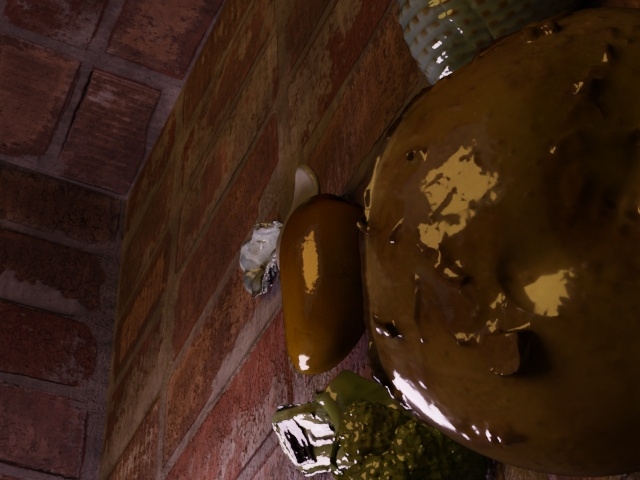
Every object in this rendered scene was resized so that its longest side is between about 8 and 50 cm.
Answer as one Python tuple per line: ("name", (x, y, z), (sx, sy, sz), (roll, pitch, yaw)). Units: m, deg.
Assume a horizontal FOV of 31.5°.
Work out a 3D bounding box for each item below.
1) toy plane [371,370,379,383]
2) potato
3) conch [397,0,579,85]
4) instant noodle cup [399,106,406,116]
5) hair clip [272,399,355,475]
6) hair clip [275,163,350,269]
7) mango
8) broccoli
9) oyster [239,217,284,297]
("toy plane", (0.121, 0.205, 1.735), (0.062, 0.054, 0.167), (58, 133, 33))
("potato", (0.272, 0.001, 1.041), (0.319, 0.385, 0.442), (6, 89, 57))
("conch", (0.230, -0.358, 1.611), (0.302, 0.215, 0.319), (-10, 67, 34))
("instant noodle cup", (0.193, -0.088, 1.596), (0.230, 0.182, 0.230), (-163, 90, -70))
("hair clip", (0.028, 0.304, 1.825), (0.091, 0.138, 0.321), (-32, 4, -26))
("hair clip", (-0.018, 0.001, 2.169), (0.172, 0.113, 0.282), (-23, 53, 65))
("mango", (0.012, 0.072, 1.956), (0.211, 0.172, 0.317), (155, 123, -64))
("broccoli", (0.091, 0.235, 1.510), (0.254, 0.186, 0.302), (-42, 52, 21))
("oyster", (-0.120, 0.028, 2.451), (0.199, 0.087, 0.252), (-116, 40, -50))
